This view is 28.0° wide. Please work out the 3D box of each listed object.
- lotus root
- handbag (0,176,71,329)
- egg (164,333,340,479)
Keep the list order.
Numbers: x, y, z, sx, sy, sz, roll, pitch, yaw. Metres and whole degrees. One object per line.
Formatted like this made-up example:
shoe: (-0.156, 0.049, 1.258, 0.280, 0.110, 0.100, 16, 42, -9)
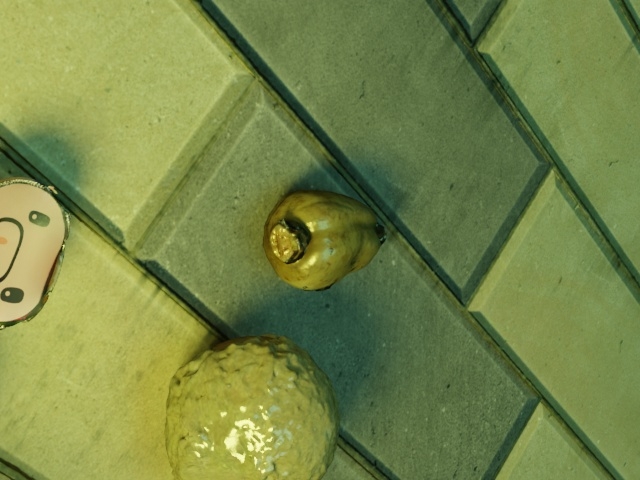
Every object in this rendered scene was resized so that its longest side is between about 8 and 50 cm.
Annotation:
lotus root: (0.000, 0.000, 1.952, 0.257, 0.140, 0.154, 0, 88, -53)
handbag: (-0.419, 0.012, 1.582, 0.179, 0.116, 0.205, 21, 86, -45)
egg: (-0.101, 0.275, 1.849, 0.279, 0.279, 0.310, -18, 128, -38)
